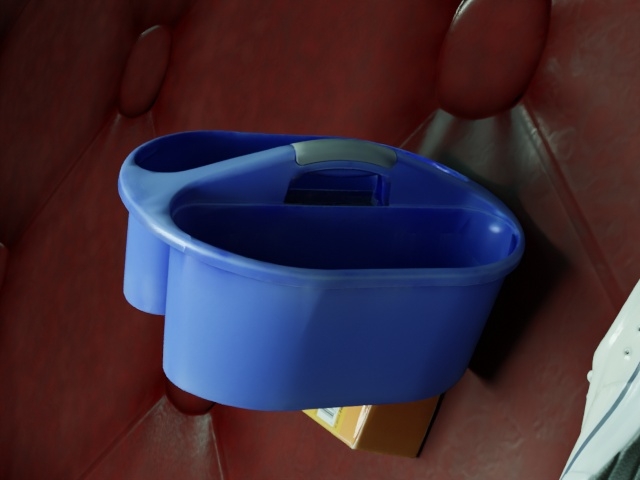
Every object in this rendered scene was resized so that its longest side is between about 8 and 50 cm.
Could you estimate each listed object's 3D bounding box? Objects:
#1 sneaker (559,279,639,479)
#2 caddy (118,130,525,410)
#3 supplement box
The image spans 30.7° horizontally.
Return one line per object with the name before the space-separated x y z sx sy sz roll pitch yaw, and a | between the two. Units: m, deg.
sneaker | 0.220 0.125 0.805 0.258 0.094 0.091 -61 18 7
caddy | 0.000 0.000 0.948 0.241 0.341 0.179 49 132 50
supplement box | 0.008 0.119 1.085 0.233 0.078 0.080 30 103 55
